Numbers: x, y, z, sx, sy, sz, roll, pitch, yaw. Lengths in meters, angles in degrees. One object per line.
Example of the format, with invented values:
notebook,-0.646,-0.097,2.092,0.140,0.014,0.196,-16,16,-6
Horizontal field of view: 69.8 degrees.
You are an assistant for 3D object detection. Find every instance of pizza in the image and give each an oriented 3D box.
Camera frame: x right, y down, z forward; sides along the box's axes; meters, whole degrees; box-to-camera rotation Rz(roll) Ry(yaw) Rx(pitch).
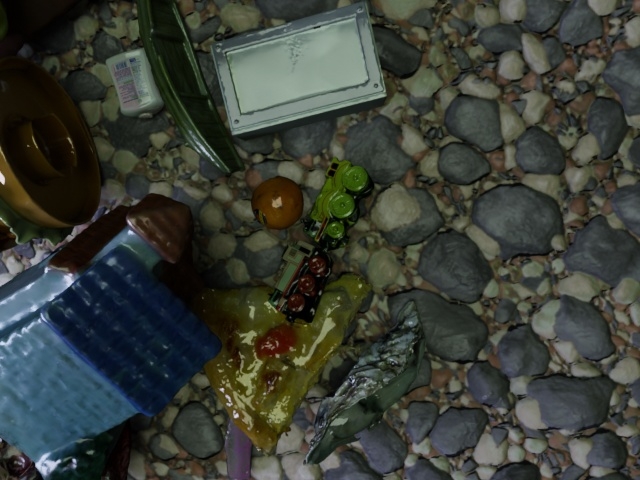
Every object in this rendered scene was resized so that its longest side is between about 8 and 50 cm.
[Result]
pizza,-0.052,0.131,0.699,0.287,0.075,0.280,-36,80,-2

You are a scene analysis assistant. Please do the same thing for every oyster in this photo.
oyster,0.068,0.228,0.688,0.087,0.199,0.252,36,120,41

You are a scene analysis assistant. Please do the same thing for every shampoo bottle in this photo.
shampoo bottle,-0.282,-0.237,0.709,0.072,0.043,0.099,-15,95,6

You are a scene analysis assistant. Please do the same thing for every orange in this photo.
orange,-0.063,-0.057,0.692,0.083,0.083,0.084,0,96,4

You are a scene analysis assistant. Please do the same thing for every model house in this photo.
model house,-0.239,0.077,0.597,0.329,0.295,0.252,-37,108,13

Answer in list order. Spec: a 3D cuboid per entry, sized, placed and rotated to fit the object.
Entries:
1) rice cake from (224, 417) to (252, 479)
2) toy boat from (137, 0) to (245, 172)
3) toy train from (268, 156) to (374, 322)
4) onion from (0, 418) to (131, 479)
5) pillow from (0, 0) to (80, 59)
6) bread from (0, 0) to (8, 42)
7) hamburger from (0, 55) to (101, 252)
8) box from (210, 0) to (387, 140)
rice cake,-0.126,0.296,0.754,0.047,0.036,0.207,8,96,8
toy boat,-0.199,-0.228,0.682,0.055,0.093,0.293,-21,94,24
toy train,0.000,0.000,0.670,0.085,0.053,0.250,22,80,22
onion,-0.430,0.324,0.695,0.313,0.232,0.314,-2,70,7
pillow,-0.435,-0.464,0.663,0.307,0.108,0.306,-29,94,12
bread,-0.589,-0.355,0.576,0.376,0.208,0.251,8,119,22
hamburger,-0.460,-0.104,0.625,0.212,0.274,0.275,-16,94,1
box,-0.029,-0.239,0.668,0.225,0.086,0.130,-13,95,5
